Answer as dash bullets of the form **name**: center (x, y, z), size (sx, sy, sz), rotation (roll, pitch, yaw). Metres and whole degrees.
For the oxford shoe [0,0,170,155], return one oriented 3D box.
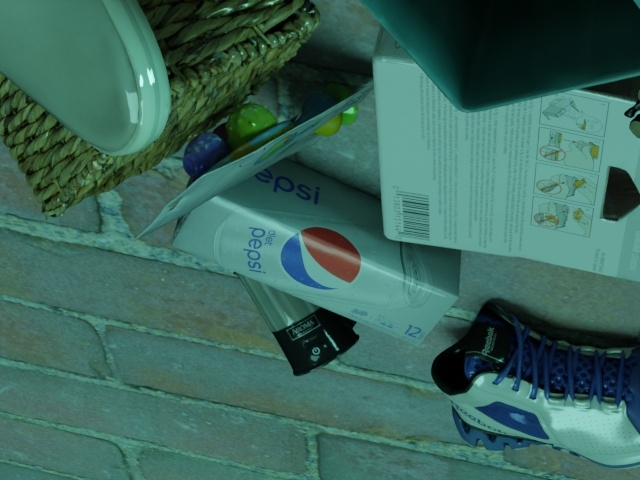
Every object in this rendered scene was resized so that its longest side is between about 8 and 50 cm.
- **oxford shoe**: center (-0.287, -0.220, 1.155), size (0.449, 0.130, 0.169), rotation (46, 137, 8)

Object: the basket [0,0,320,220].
- **basket**: center (-0.162, -0.193, 1.324), size (0.223, 0.213, 0.299), rotation (57, 145, 2)

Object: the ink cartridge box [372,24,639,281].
- **ink cartridge box**: center (0.184, -0.080, 1.436), size (0.261, 0.066, 0.296), rotation (10, 150, 10)

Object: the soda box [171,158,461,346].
- **soda box**: center (0.000, 0.000, 1.610), size (0.286, 0.098, 0.091), rotation (23, 133, -13)

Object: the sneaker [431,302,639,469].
- **sneaker**: center (0.250, 0.158, 1.749), size (0.315, 0.127, 0.182), rotation (-4, 147, 34)

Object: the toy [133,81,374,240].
- **toy**: center (-0.063, -0.090, 1.405), size (0.056, 0.237, 0.137), rotation (58, 141, 6)

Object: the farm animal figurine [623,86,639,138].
- **farm animal figurine**: center (0.423, -0.121, 1.140), size (0.330, 0.172, 0.327), rotation (35, 143, 7)

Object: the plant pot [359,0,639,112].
- **plant pot**: center (0.140, -0.237, 1.019), size (0.165, 0.234, 0.165), rotation (-9, 143, 38)

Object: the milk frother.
- **milk frother**: center (-0.013, 0.058, 1.746), size (0.135, 0.129, 0.143), rotation (60, 171, -7)
